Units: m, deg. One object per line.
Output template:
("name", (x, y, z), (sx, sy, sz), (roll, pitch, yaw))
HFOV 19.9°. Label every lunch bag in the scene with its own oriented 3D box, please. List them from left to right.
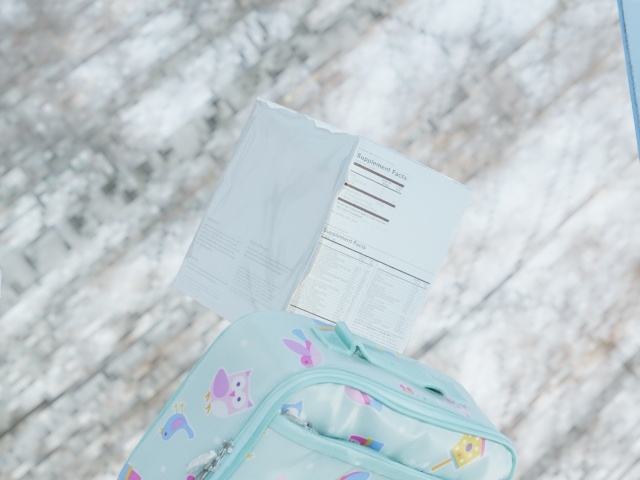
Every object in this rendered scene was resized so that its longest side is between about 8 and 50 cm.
("lunch bag", (0.001, 0.173, 1.352), (0.279, 0.224, 0.108), (23, 23, -42))

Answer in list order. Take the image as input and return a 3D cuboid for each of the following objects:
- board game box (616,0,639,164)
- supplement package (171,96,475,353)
("board game box", (0.258, -0.041, 0.577), (0.308, 0.302, 0.086), (-15, -28, 24))
("supplement package", (0.000, 0.000, 1.706), (0.149, 0.203, 0.194), (24, 2, -34))
